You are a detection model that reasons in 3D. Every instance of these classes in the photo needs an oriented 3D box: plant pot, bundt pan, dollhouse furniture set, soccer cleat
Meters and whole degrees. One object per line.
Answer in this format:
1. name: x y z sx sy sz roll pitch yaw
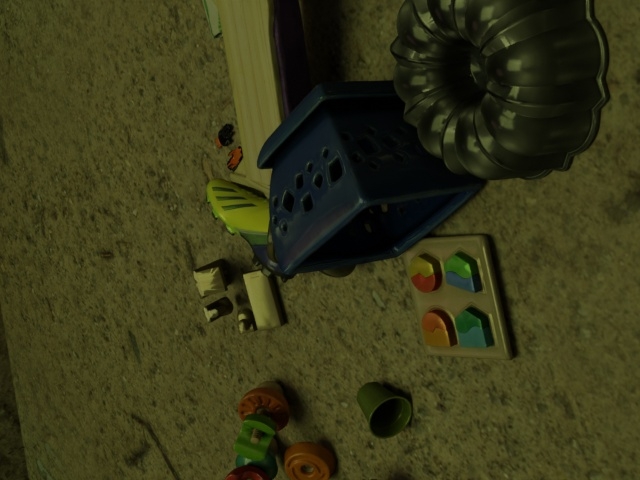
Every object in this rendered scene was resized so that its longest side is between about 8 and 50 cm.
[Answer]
1. plant pot: 0.100 0.281 1.968 0.079 0.083 0.083 43 138 53
2. bundt pan: 0.212 -0.225 1.519 0.331 0.124 0.330 29 128 45
3. dollhouse furniture set: -0.140 0.101 2.265 0.151 0.123 0.144 -13 95 21
4. plant pot: 0.054 -0.102 1.695 0.236 0.236 0.212 -41 64 48
5. soccer cleat: -0.109 -0.042 2.124 0.121 0.093 0.289 -55 50 15

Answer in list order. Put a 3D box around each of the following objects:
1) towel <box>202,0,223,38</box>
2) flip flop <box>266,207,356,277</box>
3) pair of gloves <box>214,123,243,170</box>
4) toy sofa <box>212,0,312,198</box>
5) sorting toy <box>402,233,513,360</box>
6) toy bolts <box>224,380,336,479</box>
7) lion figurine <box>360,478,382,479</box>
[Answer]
1. towel: -0.131 -0.497 1.960 0.325 0.038 0.247 -15 92 57
2. flip flop: 0.000 0.000 1.838 0.080 0.277 0.112 2 77 32
3. pair of gloves: -0.172 -0.176 2.193 0.083 0.010 0.074 65 147 14
4. toy sofa: -0.063 -0.257 1.842 0.177 0.150 0.362 18 126 45
5. sorting toy: 0.199 0.089 1.762 0.208 0.038 0.193 -2 104 56
6. toy bolts: -0.080 0.405 2.274 0.218 0.158 0.228 24 125 -3
7. lion figurine: 0.160 0.602 2.003 0.392 0.142 0.240 45 133 12
